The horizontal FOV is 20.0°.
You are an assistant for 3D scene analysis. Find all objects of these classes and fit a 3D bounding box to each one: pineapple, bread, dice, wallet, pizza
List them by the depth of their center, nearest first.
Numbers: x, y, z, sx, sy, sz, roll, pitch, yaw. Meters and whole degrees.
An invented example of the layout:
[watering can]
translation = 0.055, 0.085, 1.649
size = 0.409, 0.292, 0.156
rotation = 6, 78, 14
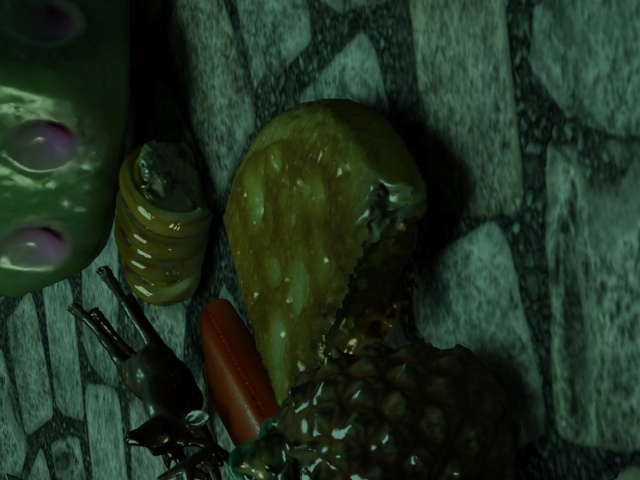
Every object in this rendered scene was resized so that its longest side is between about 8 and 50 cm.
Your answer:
[pineapple]
translation = 0.033, 0.146, 1.236
size = 0.166, 0.193, 0.166
rotation = 179, 90, -72
[pizza]
translation = 0.004, -0.031, 1.395
size = 0.268, 0.087, 0.258
rotation = 108, 151, -44
[wallet]
translation = -0.053, 0.164, 1.627
size = 0.204, 0.045, 0.142
rotation = -124, 23, -47
[bread]
translation = -0.157, -0.014, 1.786
size = 0.177, 0.084, 0.119
rotation = 100, 153, -44
[dice]
translation = -0.371, -0.152, 1.867
size = 0.318, 0.330, 0.322
rotation = -100, 16, -45

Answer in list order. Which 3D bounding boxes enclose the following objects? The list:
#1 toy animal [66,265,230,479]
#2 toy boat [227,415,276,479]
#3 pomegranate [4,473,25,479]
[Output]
[toy animal]
translation = -0.144, 0.147, 1.721
size = 0.260, 0.087, 0.243
rotation = 54, -171, 15
[toy boat]
translation = 0.004, 0.229, 1.420
size = 0.293, 0.099, 0.108
rotation = 70, -156, -58
[pomegranate]
translation = -0.400, 0.387, 2.400
size = 0.169, 0.148, 0.148
rotation = 128, 131, -61
